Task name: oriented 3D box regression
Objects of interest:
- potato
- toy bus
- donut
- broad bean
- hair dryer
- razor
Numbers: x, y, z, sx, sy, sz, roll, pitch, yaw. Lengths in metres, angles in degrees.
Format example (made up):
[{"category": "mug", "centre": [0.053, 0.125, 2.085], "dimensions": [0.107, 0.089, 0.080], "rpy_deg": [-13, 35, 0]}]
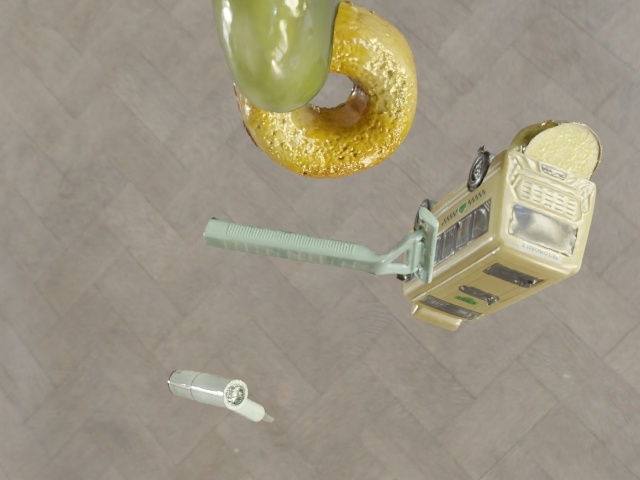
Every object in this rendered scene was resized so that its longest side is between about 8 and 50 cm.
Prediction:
[{"category": "potato", "centre": [0.440, -0.164, 1.573], "dimensions": [0.081, 0.200, 0.164], "rpy_deg": [54, 132, 53]}, {"category": "toy bus", "centre": [0.264, 0.007, 1.313], "dimensions": [0.176, 0.365, 0.202], "rpy_deg": [19, 67, -11]}, {"category": "donut", "centre": [0.011, -0.207, 1.179], "dimensions": [0.277, 0.108, 0.278], "rpy_deg": [-2, 118, -3]}, {"category": "broad bean", "centre": [-0.038, -0.269, 0.859], "dimensions": [0.119, 0.238, 0.291], "rpy_deg": [5, 48, 6]}, {"category": "hair dryer", "centre": [-0.110, 0.237, 1.186], "dimensions": [0.154, 0.183, 0.044], "rpy_deg": [0, 64, 52]}, {"category": "razor", "centre": [-0.002, 0.008, 0.979], "dimensions": [0.277, 0.111, 0.056], "rpy_deg": [3, 51, 5]}]
